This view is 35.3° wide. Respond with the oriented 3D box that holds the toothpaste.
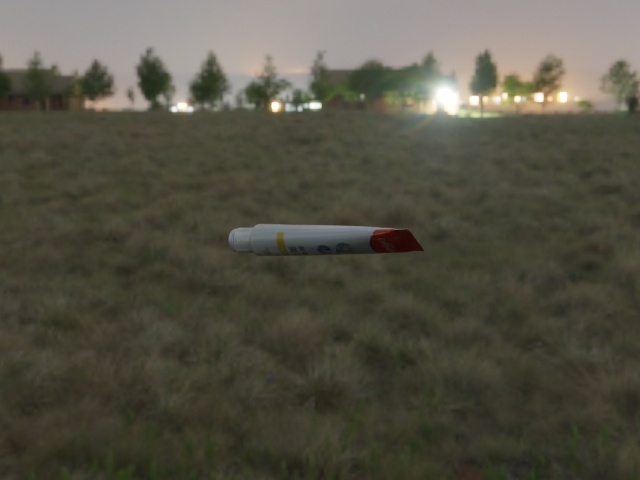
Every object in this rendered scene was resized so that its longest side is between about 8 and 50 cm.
[{"bbox_3d":[0.000,0.000,0.936,0.190,0.031,0.048,0,-26,28],"label":"toothpaste"}]
